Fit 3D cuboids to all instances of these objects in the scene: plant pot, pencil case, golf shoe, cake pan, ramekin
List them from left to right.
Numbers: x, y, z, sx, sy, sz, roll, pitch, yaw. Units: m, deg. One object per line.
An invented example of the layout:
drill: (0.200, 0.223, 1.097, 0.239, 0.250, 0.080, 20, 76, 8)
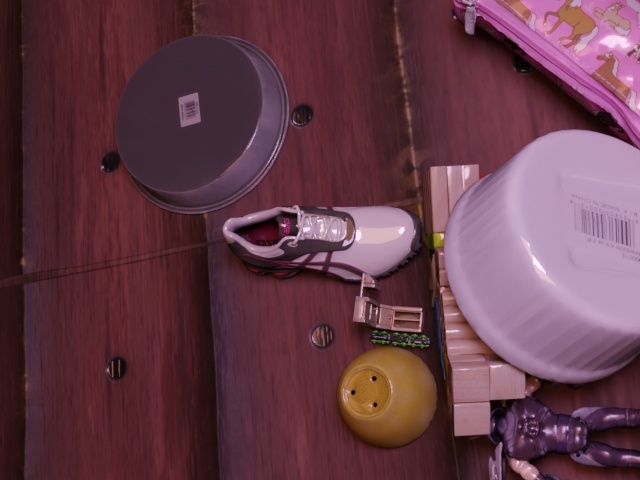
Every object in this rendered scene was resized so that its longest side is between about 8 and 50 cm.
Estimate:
cake pan: (-0.192, -0.188, 1.370, 0.293, 0.054, 0.293, -5, 75, 20)
golf shoe: (0.000, 0.000, 1.215, 0.273, 0.120, 0.105, -6, 73, 19)
plant pot: (0.074, 0.198, 1.148, 0.134, 0.095, 0.134, -5, 76, 20)
ramekin: (0.292, 0.009, 1.010, 0.277, 0.135, 0.277, 9, 61, -16)
pencil case: (0.338, -0.242, 1.120, 0.167, 0.160, 0.386, -47, 67, 4)

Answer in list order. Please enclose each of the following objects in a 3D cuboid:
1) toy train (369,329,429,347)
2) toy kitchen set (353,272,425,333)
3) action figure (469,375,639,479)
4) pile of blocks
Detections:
toy train: (0.106, 0.133, 1.191, 0.083, 0.024, 0.017, 4, 73, 23)
toy kitchen set: (0.092, 0.081, 1.176, 0.075, 0.083, 0.068, 2, 79, 22)
action figure: (0.309, 0.231, 1.054, 0.285, 0.099, 0.185, 1, 85, 25)
pile of blocks: (0.199, 0.064, 1.115, 0.112, 0.149, 0.362, -3, 66, 1)
